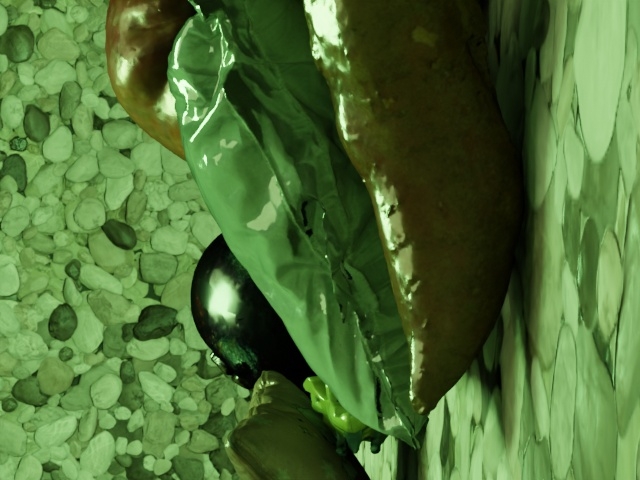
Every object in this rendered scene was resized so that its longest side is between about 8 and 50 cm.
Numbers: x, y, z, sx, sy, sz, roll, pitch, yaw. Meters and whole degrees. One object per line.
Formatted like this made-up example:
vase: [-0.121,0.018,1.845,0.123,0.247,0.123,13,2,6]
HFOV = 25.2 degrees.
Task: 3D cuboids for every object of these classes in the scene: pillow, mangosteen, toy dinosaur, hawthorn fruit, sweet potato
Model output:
pillow: [0.002,0.227,1.263,0.223,0.084,0.236,52,-173,-3]
mangosteen: [-0.029,0.054,1.540,0.243,0.243,0.243,-179,90,-87]
toy dinosaur: [0.039,0.123,1.278,0.259,0.094,0.153,60,-151,-74]
pillow: [0.008,-0.023,0.925,0.310,0.138,0.283,-47,-66,-83]
hawthorn fruit: [-0.028,-0.170,1.230,0.298,0.277,0.277,36,-127,-70]
sweet potato: [0.045,-0.093,0.750,0.095,0.106,0.354,-6,101,45]
